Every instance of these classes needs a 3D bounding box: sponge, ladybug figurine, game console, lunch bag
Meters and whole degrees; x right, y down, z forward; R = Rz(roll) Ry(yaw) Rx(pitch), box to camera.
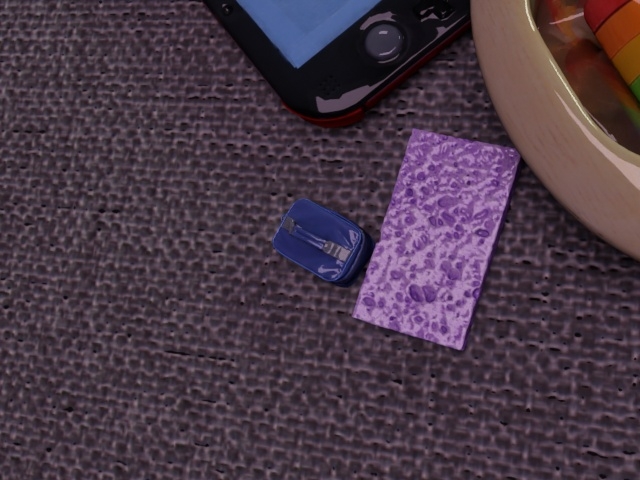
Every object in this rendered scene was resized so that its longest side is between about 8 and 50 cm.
[{"bbox_3d":[0.120,-0.004,0.835,0.117,0.031,0.210,16,84,20],"label":"sponge"},{"bbox_3d":[0.309,-0.153,0.736,0.305,0.162,0.449,-24,72,11],"label":"ladybug figurine"},{"bbox_3d":[0.021,-0.348,0.924,0.342,0.060,0.386,-40,71,7],"label":"game console"},{"bbox_3d":[0.000,0.000,0.854,0.098,0.065,0.067,28,88,20],"label":"lunch bag"}]
